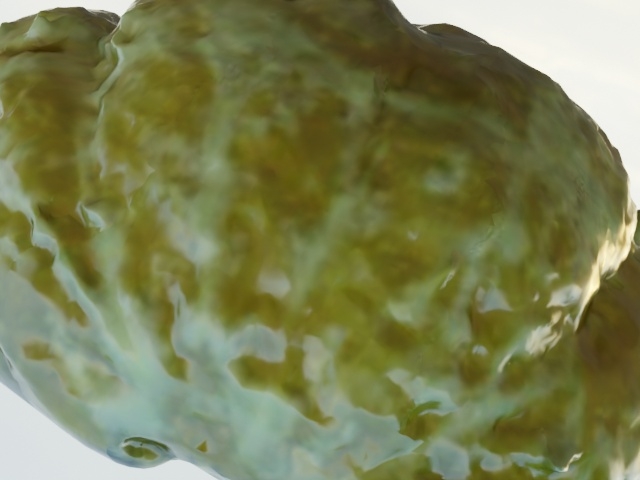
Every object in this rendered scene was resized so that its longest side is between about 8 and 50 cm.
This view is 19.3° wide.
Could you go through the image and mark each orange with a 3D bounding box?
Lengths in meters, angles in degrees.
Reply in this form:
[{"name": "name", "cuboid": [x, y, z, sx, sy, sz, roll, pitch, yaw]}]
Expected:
[{"name": "orange", "cuboid": [0.000, 0.000, 0.810, 0.369, 0.210, 0.271, 25, -153, -2]}]
